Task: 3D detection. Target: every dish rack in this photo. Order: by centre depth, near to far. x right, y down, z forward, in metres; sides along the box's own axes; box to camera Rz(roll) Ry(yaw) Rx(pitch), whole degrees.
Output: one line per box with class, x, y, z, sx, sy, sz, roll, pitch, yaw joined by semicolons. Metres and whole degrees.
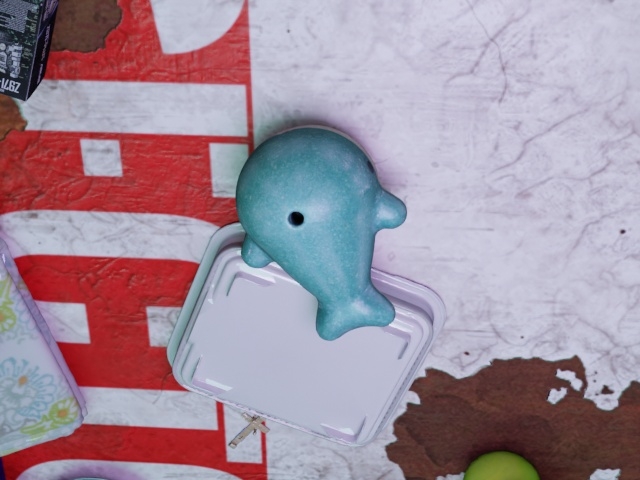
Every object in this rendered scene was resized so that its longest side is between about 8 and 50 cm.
dish rack;-0.026;0.145;1.563;0.333;0.072;0.285;21;122;-7

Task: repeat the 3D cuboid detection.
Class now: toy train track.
toy train track;-0.105;0.276;1.683;0.048;0.014;0.083;36;119;-16

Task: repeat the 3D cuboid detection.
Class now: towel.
towel;-0.527;0.155;1.580;0.320;0.090;0.374;-19;120;1

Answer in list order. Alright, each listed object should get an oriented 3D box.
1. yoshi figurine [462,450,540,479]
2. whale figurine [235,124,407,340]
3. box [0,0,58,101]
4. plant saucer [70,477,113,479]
yoshi figurine;0.303;0.426;1.678;0.203;0.203;0.362;19;150;42
whale figurine;0.000;0.000;1.404;0.216;0.141;0.272;-15;104;14
box;-0.400;-0.262;1.337;0.180;0.077;0.147;16;122;-4
plant saucer;-0.330;0.422;1.781;0.195;0.037;0.195;2;121;4
